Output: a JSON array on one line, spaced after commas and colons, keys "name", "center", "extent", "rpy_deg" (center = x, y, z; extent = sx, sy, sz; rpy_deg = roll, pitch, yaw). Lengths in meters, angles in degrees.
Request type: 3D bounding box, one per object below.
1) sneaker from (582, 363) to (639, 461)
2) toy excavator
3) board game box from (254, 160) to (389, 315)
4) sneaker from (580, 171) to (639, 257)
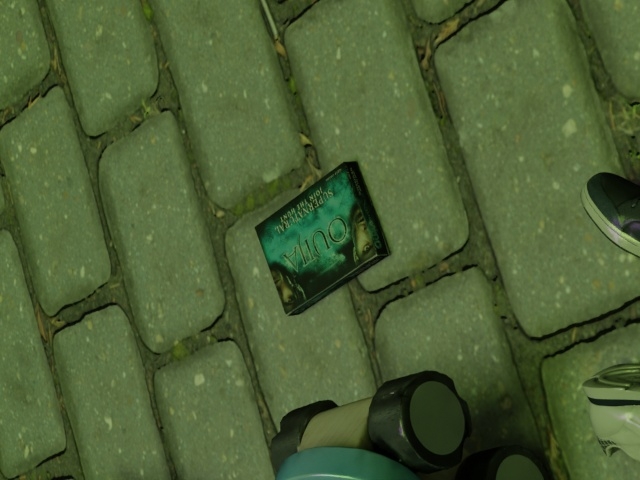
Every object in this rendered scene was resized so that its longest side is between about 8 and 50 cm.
[{"name": "sneaker", "center": [0.367, 0.182, 1.688], "extent": [0.235, 0.090, 0.094], "rpy_deg": [6, 111, 50]}, {"name": "toy excavator", "center": [0.097, 0.429, 1.814], "extent": [0.222, 0.433, 0.445], "rpy_deg": [-20, 38, 46]}, {"name": "board game box", "center": [0.000, 0.000, 2.093], "extent": [0.186, 0.026, 0.126], "rpy_deg": [-36, 68, 43]}, {"name": "sneaker", "center": [0.364, -0.041, 1.642], "extent": [0.226, 0.086, 0.163], "rpy_deg": [38, 132, 27]}]
